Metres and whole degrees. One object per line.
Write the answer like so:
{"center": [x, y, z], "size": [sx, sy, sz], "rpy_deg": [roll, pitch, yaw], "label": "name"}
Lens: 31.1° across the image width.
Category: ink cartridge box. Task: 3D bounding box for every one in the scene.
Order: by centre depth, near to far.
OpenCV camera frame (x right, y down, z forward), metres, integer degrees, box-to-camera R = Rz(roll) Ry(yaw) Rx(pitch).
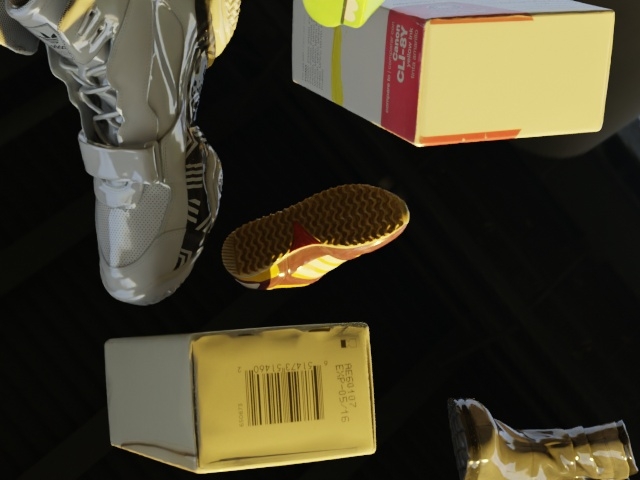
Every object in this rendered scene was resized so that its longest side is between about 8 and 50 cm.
{"center": [0.158, -0.257, 1.538], "size": [0.279, 0.384, 0.161], "rpy_deg": [-8, -68, -24], "label": "ink cartridge box"}

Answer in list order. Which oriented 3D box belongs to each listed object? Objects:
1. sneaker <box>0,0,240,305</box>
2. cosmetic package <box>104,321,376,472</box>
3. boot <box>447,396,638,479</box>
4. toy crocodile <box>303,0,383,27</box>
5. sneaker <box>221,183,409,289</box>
{"center": [-0.194, -0.125, 1.026], "size": [0.210, 0.137, 0.366], "rpy_deg": [5, -85, -51], "label": "sneaker"}
{"center": [-0.086, 0.136, 1.043], "size": [0.160, 0.309, 0.113], "rpy_deg": [-2, -96, -22], "label": "cosmetic package"}
{"center": [0.287, 0.262, 1.466], "size": [0.222, 0.338, 0.118], "rpy_deg": [-11, -113, 9], "label": "boot"}
{"center": [0.023, -0.204, 0.430], "size": [0.105, 0.340, 0.115], "rpy_deg": [34, -111, 12], "label": "toy crocodile"}
{"center": [0.000, 0.000, 1.120], "size": [0.185, 0.084, 0.070], "rpy_deg": [-14, -112, 11], "label": "sneaker"}
